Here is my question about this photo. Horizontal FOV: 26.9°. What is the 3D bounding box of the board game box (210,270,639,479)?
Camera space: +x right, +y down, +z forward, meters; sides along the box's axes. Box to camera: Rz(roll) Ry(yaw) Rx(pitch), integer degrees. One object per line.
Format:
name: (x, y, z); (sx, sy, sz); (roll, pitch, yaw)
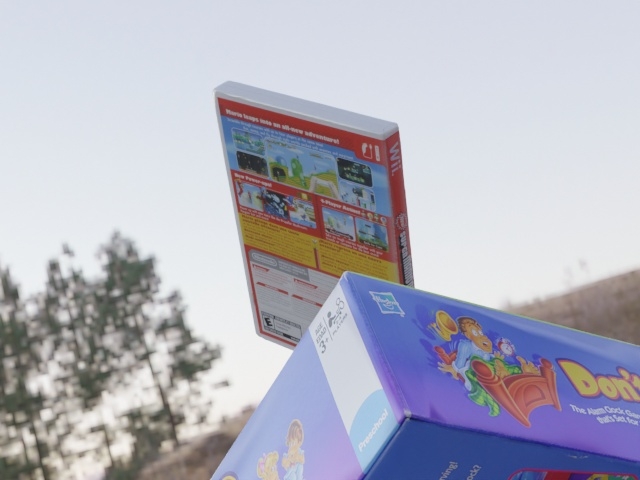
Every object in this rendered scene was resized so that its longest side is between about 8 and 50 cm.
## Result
board game box: (0.036, 0.189, 0.602); (0.233, 0.078, 0.347); (15, -58, -29)

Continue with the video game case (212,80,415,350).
video game case: (0.000, 0.000, 1.257); (0.204, 0.285, 0.025); (19, 41, 36)
